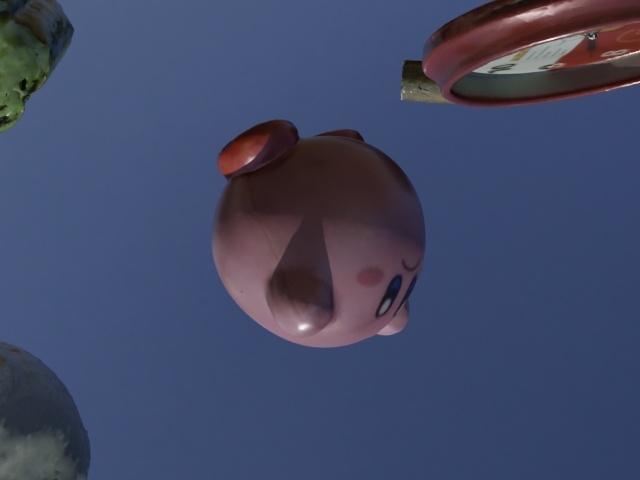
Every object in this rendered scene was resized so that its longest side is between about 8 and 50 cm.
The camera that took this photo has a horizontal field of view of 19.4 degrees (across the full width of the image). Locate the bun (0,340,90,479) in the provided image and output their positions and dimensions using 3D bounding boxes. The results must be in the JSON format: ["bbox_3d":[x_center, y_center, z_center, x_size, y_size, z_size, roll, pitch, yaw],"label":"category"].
[{"bbox_3d":[-0.383,0.232,1.792,0.354,0.354,0.194,-25,-126,10],"label":"bun"}]

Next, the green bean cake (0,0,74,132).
[{"bbox_3d":[-0.298,-0.142,1.265,0.200,0.214,0.113,-37,-166,12],"label":"green bean cake"}]

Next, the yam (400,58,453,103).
[{"bbox_3d":[0.154,-0.179,2.125,0.132,0.054,0.054,2,-154,-6],"label":"yam"}]

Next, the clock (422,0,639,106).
[{"bbox_3d":[0.248,-0.199,1.722,0.318,0.080,0.318,-10,173,-1],"label":"clock"}]

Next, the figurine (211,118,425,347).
[{"bbox_3d":[0.000,0.000,1.443,0.173,0.173,0.173,-24,-154,13],"label":"figurine"}]
